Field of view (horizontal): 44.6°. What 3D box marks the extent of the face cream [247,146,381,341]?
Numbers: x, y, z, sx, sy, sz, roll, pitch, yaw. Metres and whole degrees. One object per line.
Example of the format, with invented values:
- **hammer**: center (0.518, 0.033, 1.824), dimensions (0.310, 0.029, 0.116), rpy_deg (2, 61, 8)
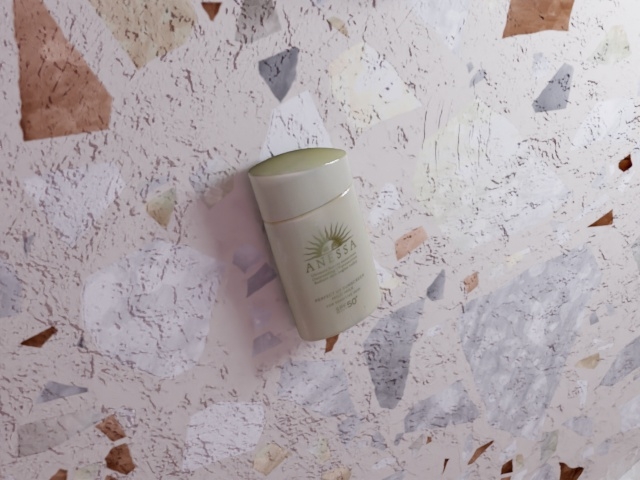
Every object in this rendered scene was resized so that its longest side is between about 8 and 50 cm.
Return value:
- **face cream**: center (0.000, 0.000, 1.314), dimensions (0.173, 0.081, 0.349), rpy_deg (-27, 125, -18)
